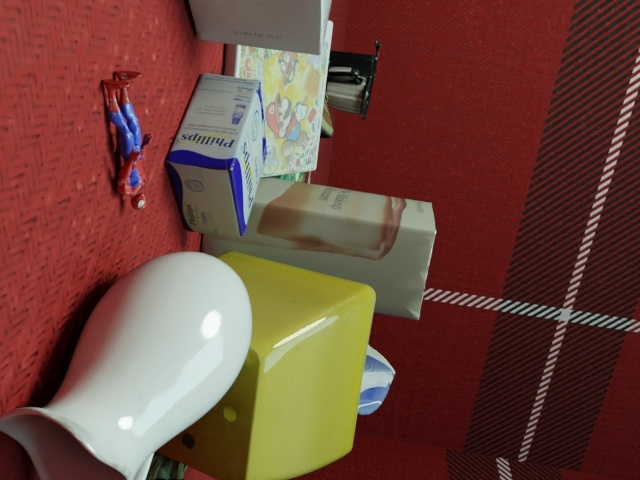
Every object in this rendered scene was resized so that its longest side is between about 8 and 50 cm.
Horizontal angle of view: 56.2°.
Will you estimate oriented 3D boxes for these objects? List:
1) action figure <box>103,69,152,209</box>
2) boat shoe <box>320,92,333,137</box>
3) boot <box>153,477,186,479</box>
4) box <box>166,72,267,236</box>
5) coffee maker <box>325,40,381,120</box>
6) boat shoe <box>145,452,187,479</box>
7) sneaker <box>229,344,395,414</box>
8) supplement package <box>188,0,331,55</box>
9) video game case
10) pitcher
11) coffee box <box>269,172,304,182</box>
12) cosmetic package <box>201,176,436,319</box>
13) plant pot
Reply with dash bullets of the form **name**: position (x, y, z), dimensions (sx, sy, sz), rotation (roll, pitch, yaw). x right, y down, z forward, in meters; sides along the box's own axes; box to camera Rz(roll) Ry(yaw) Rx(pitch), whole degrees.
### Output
- **action figure**: position (-0.152, -0.075, 0.483), dimensions (0.038, 0.030, 0.115), rotation (-84, -178, -56)
- **boat shoe**: position (-0.036, -0.253, 1.071), dimensions (0.324, 0.122, 0.120), rotation (-37, 132, -85)
- **boot**: position (-0.167, 0.450, 0.606), dimensions (0.260, 0.131, 0.348), rotation (-73, 170, -62)
- **box**: position (-0.111, -0.095, 0.681), dimensions (0.126, 0.072, 0.137), rotation (91, 9, -57)
- **coffee maker**: position (0.022, -0.341, 1.242), dimensions (0.171, 0.178, 0.120), rotation (-74, 174, -45)
- **boat shoe**: position (-0.172, 0.269, 0.738), dimensions (0.153, 0.048, 0.056), rotation (-41, 139, -83)
- **sneaker**: position (-0.053, 0.197, 0.856), dimensions (0.127, 0.315, 0.182), rotation (18, 92, -49)
- **supplement package**: position (-0.046, -0.338, 0.617), dimensions (0.134, 0.138, 0.244), rotation (90, 8, -68)
- **video game case**: position (-0.059, -0.204, 0.845), dimensions (0.206, 0.026, 0.227), rotation (-17, 119, -54)
- **pitcher**: position (-0.137, 0.120, 0.475), dimensions (0.207, 0.125, 0.178), rotation (-60, 163, -53)
- **coffee box**: position (-0.075, -0.115, 1.185), dimensions (0.184, 0.040, 0.113), rotation (-68, 165, -45)
- **cosmetic package**: position (0.000, 0.000, 0.827), dimensions (0.153, 0.295, 0.129), rotation (-70, 169, -72)
- **plant pot**: position (-0.085, 0.144, 0.662), dimensions (0.187, 0.212, 0.212), rotation (-12, 113, -62)
